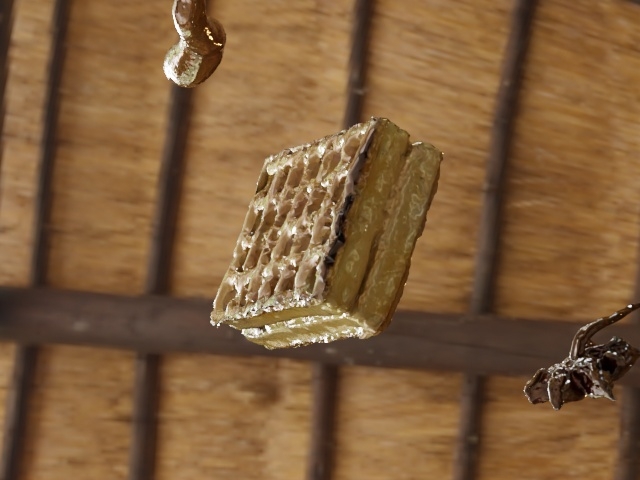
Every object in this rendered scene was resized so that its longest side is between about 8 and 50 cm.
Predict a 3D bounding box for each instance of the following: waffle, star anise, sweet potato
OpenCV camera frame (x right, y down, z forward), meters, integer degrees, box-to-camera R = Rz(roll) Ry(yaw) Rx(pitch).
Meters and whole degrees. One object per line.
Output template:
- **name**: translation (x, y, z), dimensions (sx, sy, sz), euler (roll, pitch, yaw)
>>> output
- **waffle**: translation (0.001, 0.001, 1.541), dimensions (0.308, 0.091, 0.213), euler (-16, -127, 66)
- **star anise**: translation (0.291, 0.116, 1.537), dimensions (0.097, 0.190, 0.070), euler (-26, -86, 54)
- **sweet potato**: translation (-0.087, -0.137, 1.045), dimensions (0.179, 0.044, 0.044), euler (141, -48, -77)
